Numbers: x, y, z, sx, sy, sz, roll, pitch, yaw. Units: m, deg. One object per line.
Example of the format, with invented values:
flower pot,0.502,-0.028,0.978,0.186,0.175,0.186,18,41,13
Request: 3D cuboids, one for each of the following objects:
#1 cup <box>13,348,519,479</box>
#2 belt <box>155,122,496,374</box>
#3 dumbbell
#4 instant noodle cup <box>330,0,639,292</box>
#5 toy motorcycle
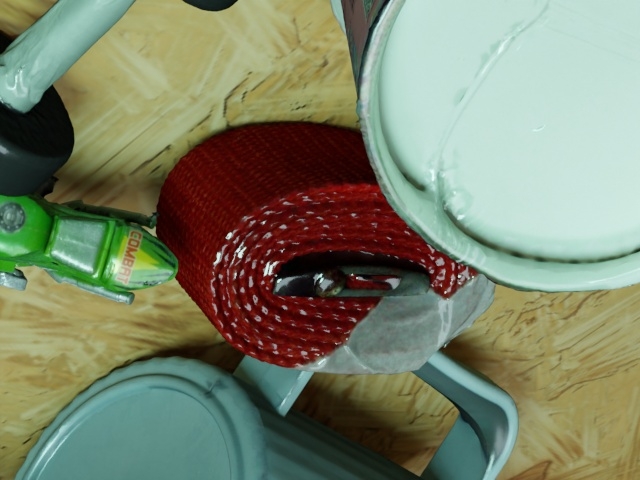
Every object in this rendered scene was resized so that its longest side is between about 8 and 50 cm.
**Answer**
cup,-0.016,0.227,1.262,0.331,0.257,0.311,-35,137,20
belt,0.000,0.000,1.111,0.201,0.124,0.128,6,112,-31
dumbbell,-0.123,-0.115,0.940,0.191,0.100,0.100,-41,137,23
instant noodle cup,0.116,-0.114,0.878,0.243,0.231,0.243,1,118,1
toy motorcycle,-0.178,-0.012,1.025,0.190,0.106,0.074,16,87,-15
